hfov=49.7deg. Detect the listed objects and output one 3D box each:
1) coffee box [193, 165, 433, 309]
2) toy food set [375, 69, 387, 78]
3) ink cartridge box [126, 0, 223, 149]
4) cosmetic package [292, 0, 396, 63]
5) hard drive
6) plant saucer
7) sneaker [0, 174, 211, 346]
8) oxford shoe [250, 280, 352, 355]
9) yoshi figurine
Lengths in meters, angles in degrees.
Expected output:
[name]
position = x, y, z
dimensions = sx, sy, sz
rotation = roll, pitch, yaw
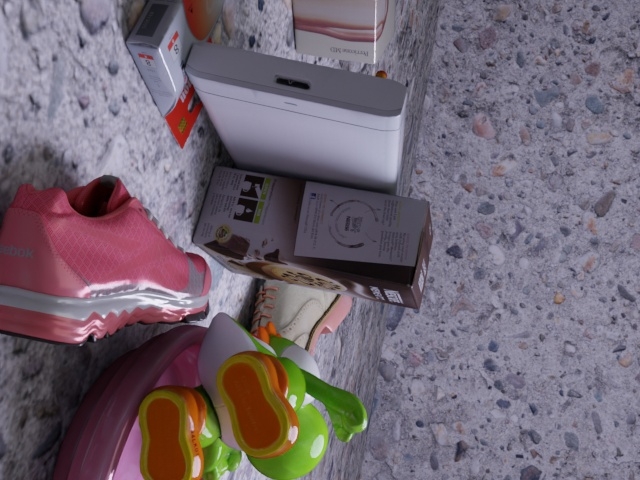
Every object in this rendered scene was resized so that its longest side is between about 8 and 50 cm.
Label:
[coffee box]
position = 0.000, 0.000, 0.961
dimensions = 0.168, 0.297, 0.118
rotation = 56, 47, -70
[toy food set]
position = 0.096, -0.256, 1.525
dimensions = 0.232, 0.111, 0.104
rotation = 82, 23, -45
[ink cartridge box]
position = -0.143, -0.207, 0.777
dimensions = 0.179, 0.045, 0.145
rotation = 71, 33, -58
[cosmetic package]
position = 0.038, -0.447, 1.089
dimensions = 0.296, 0.153, 0.129
rotation = 85, 23, -43
[hard drive]
position = -0.014, -0.118, 0.876
dimensions = 0.353, 0.233, 0.047
rotation = 73, 31, -74
[plant saucer]
position = -0.202, 0.256, 0.800
dimensions = 0.332, 0.084, 0.332
rotation = 11, 90, -75
[sneaker]
position = -0.179, 0.010, 0.648
dimensions = 0.314, 0.116, 0.136
rotation = -5, 103, -75
[oxford shoe]
position = -0.084, 0.149, 1.174
dimensions = 0.146, 0.141, 0.397
rotation = 63, 33, -15
[yoshi figurine]
position = -0.061, 0.217, 0.809
dimensions = 0.203, 0.204, 0.362
rotation = -63, 168, 0
